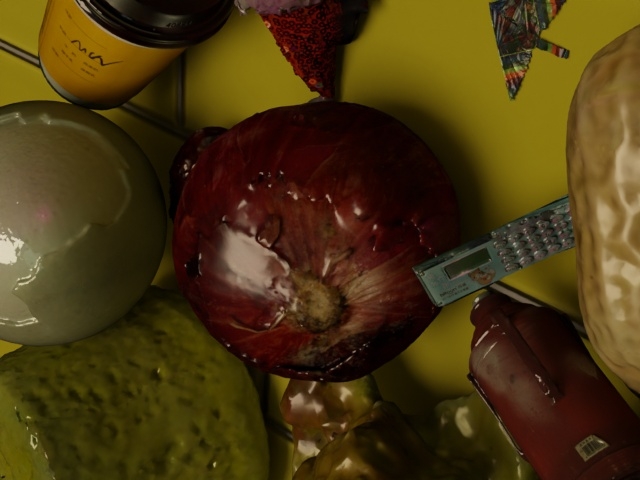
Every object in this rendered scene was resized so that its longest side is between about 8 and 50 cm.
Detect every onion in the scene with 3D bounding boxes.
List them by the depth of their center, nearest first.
[{"bbox_3d":[0.000,0.000,1.052,0.276,0.276,0.276,22,122,40],"label":"onion"}]

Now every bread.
[{"bbox_3d":[-0.258,0.260,1.388,0.348,0.307,0.348,26,128,37],"label":"bread"}]

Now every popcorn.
[{"bbox_3d":[0.085,0.277,1.077,0.290,0.325,0.321,55,171,-22],"label":"popcorn"}]

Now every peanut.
[{"bbox_3d":[0.261,-0.002,0.838,0.140,0.153,0.325,-7,113,14],"label":"peanut"}]

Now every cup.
[{"bbox_3d":[-0.212,-0.257,1.211,0.196,0.196,0.279,62,148,6],"label":"cup"}]

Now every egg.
[{"bbox_3d":[-0.310,-0.020,1.252,0.336,0.278,0.278,-166,59,-76],"label":"egg"}]

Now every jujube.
[{"bbox_3d":[-0.125,-0.054,1.272,0.104,0.104,0.166,44,147,25],"label":"jujube"}]

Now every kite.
[{"bbox_3d":[0.176,-0.177,0.952,0.090,0.004,0.122,41,133,27],"label":"kite"}]

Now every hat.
[{"bbox_3d":[-0.009,-0.207,1.083,0.140,0.129,0.227,3,128,29],"label":"hat"}]

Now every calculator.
[{"bbox_3d":[0.166,0.007,0.946,0.057,0.172,0.018,58,-167,-36],"label":"calculator"}]

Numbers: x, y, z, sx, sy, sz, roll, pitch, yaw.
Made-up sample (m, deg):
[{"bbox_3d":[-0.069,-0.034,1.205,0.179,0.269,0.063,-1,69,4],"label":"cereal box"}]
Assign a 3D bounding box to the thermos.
[{"bbox_3d":[0.183,0.121,0.891,0.124,0.099,0.232,51,-174,-46],"label":"thermos"}]
